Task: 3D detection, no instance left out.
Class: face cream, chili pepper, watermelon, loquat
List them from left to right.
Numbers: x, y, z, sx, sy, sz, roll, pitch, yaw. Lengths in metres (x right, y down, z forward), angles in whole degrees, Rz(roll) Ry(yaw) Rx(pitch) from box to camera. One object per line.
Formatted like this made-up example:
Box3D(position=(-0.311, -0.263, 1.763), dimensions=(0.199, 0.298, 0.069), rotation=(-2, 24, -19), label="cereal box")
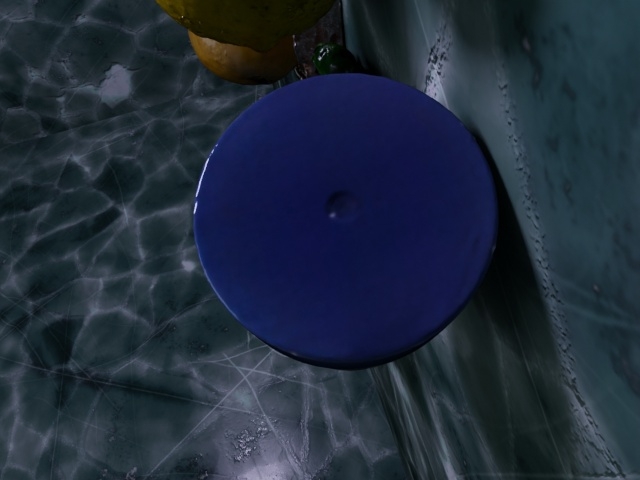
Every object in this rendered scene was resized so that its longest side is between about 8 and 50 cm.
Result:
Box3D(position=(-0.140, -0.447, 1.085), dimensions=(0.263, 0.263, 0.263), rotation=(163, 90, -87), label="loquat")
Box3D(position=(-0.006, -0.341, 0.911), dimensions=(0.154, 0.094, 0.241), rotation=(-99, -6, -47), label="watermelon")
Box3D(position=(0.024, 0.003, 0.533), dimensions=(0.225, 0.249, 0.249), rotation=(80, 173, -72), label="face cream")
Box3D(position=(0.046, -0.212, 0.764), dimensions=(0.098, 0.061, 0.224), rotation=(57, -175, -42), label="chili pepper")

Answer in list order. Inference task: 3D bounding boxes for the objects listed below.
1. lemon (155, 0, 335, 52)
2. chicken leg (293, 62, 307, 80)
Box3D(position=(-0.090, -0.361, 0.581), dimensions=(0.258, 0.257, 0.310), rotation=(-174, 63, -87), label="lemon")
Box3D(position=(-0.059, -0.438, 1.266), dimensions=(0.304, 0.093, 0.113), rotation=(69, 166, -6), label="chicken leg")
